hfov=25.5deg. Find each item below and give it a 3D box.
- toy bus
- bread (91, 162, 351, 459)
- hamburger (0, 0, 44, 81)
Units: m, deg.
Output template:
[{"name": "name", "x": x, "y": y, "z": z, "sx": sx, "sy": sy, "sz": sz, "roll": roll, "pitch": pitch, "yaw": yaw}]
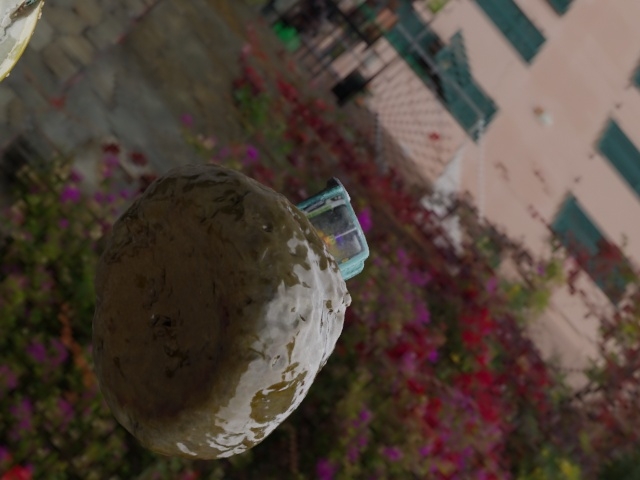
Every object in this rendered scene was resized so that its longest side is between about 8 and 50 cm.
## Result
[{"name": "toy bus", "x": 0.000, "y": 0.000, "z": 1.591, "sx": 0.091, "sy": 0.109, "sz": 0.261, "roll": -27, "pitch": 176, "yaw": -3}, {"name": "bread", "x": -0.078, "y": 0.055, "z": 1.096, "sx": 0.123, "sy": 0.230, "sz": 0.230, "roll": 10, "pitch": 145, "yaw": -44}, {"name": "hamburger", "x": -0.364, "y": -0.229, "z": 1.239, "sx": 0.151, "sy": 0.295, "sz": 0.227, "roll": 8, "pitch": 105, "yaw": -59}]
